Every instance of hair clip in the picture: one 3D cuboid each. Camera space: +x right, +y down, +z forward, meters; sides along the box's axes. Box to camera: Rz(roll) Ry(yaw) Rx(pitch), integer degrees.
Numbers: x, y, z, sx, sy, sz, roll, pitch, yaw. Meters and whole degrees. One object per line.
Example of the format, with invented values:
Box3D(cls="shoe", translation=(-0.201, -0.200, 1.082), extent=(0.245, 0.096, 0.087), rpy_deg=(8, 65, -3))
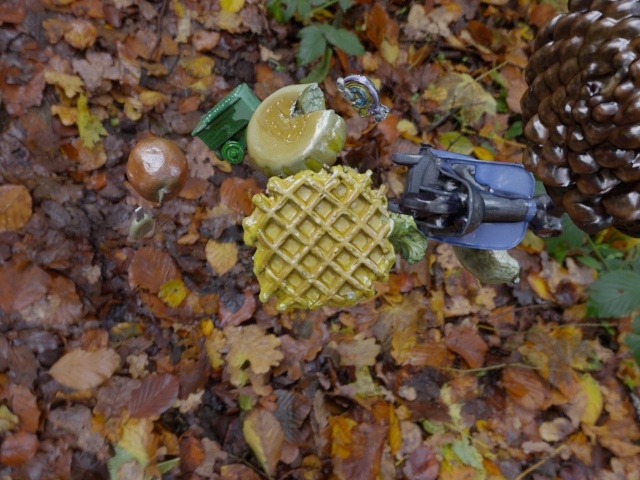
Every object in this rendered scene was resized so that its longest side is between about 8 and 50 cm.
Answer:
Box3D(cls="hair clip", translation=(0.123, -0.409, 1.362), extent=(0.172, 0.116, 0.049), rpy_deg=(45, 58, -13))

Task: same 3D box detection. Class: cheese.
Box3D(cls="cheese", translation=(-0.613, -0.066, 1.642), extent=(0.037, 0.192, 0.097), rpy_deg=(43, 63, 4))

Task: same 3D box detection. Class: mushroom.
Box3D(cls="mushroom", translation=(0.522, -0.008, 1.585), extent=(0.129, 0.247, 0.345), rpy_deg=(-20, 88, -19))

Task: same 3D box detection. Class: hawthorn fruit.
Box3D(cls="hawthorn fruit", translation=(-0.375, -0.145, 1.136), extent=(0.149, 0.149, 0.189), rpy_deg=(-13, 74, -34))

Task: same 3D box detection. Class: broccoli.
Box3D(cls="broccoli", translation=(0.291, -0.035, 1.729), extent=(0.251, 0.222, 0.361), rpy_deg=(23, 7, 5))

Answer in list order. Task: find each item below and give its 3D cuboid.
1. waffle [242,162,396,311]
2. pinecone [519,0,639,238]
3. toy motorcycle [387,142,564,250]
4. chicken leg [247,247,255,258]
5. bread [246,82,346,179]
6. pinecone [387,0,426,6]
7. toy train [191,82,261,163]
Box3D(cls="waffle", translation=(0.000, 0.000, 1.222), extent=(0.381, 0.095, 0.380), rpy_deg=(-9, 101, -1))
Box3D(cls="pinecone", translation=(0.283, -0.116, 0.394), extent=(0.221, 0.221, 0.222), rpy_deg=(14, 56, -22))
Box3D(cls="toy motorcycle", translation=(0.206, -0.065, 0.667), extent=(0.212, 0.125, 0.358), rpy_deg=(5, 14, 4))
Box3D(cls="chicken leg", translation=(-0.153, -0.057, 1.762), extent=(0.322, 0.177, 0.083), rpy_deg=(-39, 72, -9))
Box3D(cls="bread", translation=(-0.076, -0.307, 1.442), extent=(0.160, 0.332, 0.333), rpy_deg=(38, 39, -53))
Box3D(cls="pinecone", translation=(0.228, -0.612, 0.983), extent=(0.308, 0.244, 0.244), rpy_deg=(9, 54, 8))
Box3D(cls="toy train", translation=(-0.293, -0.395, 1.693), extent=(0.202, 0.265, 0.145), rpy_deg=(46, 25, -25))
